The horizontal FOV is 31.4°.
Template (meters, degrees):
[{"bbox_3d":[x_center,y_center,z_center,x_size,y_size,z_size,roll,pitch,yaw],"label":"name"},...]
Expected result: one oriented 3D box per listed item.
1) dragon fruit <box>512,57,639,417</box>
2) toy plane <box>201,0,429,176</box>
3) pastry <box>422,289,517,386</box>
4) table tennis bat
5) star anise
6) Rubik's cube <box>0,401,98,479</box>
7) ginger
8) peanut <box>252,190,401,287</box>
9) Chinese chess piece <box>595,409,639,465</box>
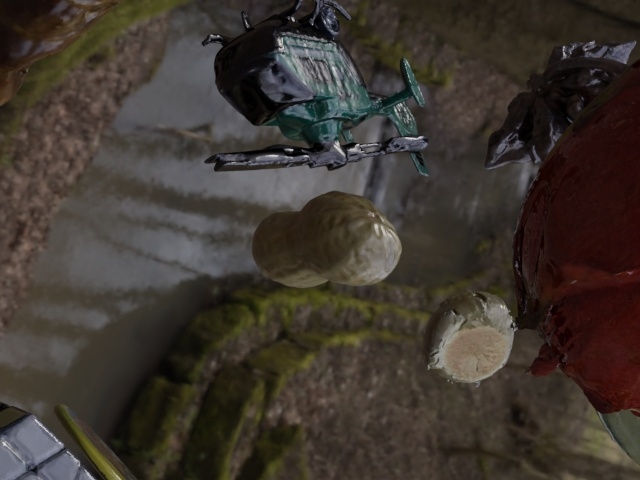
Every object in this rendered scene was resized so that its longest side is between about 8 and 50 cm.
[{"bbox_3d":[0.239,-0.005,0.689,0.252,0.241,0.241,-47,-172,49],"label":"dragon fruit"},{"bbox_3d":[0.006,-0.134,1.077,0.381,0.106,0.155,-4,73,-63],"label":"toy plane"},{"bbox_3d":[0.234,0.155,1.816,0.088,0.165,0.166,-124,-142,-61],"label":"pastry"},{"bbox_3d":[-0.246,0.325,1.467,0.054,0.368,0.224,-41,122,-11],"label":"table tennis bat"},{"bbox_3d":[0.283,-0.162,1.299,0.231,0.089,0.209,-40,-154,42],"label":"star anise"},{"bbox_3d":[-0.363,0.314,1.157,0.319,0.264,0.319,-165,-90,-80],"label":"Rubik's cube"},{"bbox_3d":[-0.366,-0.347,1.420,0.254,0.418,0.176,56,31,-14],"label":"ginger"},{"bbox_3d":[0.000,0.000,1.456,0.123,0.256,0.124,1,89,-37],"label":"peanut"},{"bbox_3d":[0.528,0.187,1.473,0.146,0.349,0.349,-40,143,-44],"label":"Chinese chess piece"}]
